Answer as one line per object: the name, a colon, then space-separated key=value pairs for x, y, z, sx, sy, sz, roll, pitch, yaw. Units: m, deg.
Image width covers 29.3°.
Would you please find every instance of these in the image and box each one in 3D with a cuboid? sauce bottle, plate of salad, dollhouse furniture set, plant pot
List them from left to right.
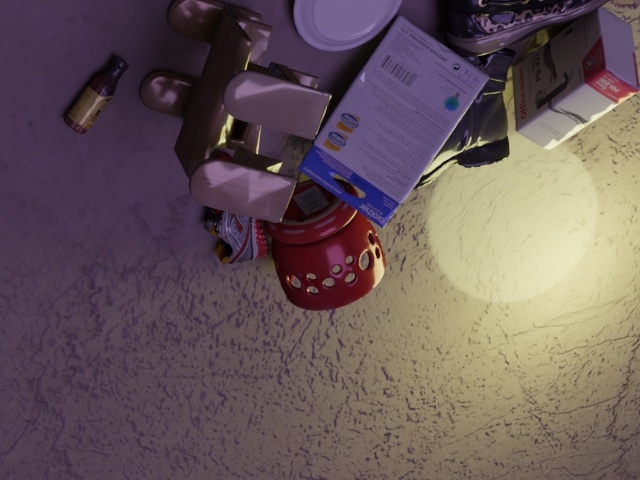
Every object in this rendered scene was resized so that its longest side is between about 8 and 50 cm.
sauce bottle: x=-0.337 y=-0.221 z=1.849 sx=0.042 sy=0.042 sz=0.128 roll=30 pitch=104 yaw=-41
dollhouse furniture set: x=-0.154 y=-0.288 z=1.703 sx=0.256 sy=0.362 sz=0.394 roll=13 pitch=112 yaw=-25
plant pot: x=0.000 y=0.000 z=2.118 sx=0.191 sy=0.191 sz=0.174 roll=-31 pitch=125 yaw=-11
plate of salad: x=0.044 y=-0.394 z=1.966 sx=0.199 sy=0.048 sz=0.200 roll=-18 pitch=138 yaw=-16

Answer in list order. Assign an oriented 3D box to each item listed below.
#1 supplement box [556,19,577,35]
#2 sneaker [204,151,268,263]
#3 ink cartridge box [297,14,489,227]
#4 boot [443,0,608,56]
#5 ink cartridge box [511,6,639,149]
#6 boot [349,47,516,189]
supplement box: x=0.471 y=-0.372 z=2.242 sx=0.043 sy=0.055 sz=0.083 roll=31 pitch=101 yaw=-40
sneaker: x=-0.151 y=-0.047 z=2.056 sx=0.092 sy=0.088 sz=0.225 roll=-21 pitch=128 yaw=-14
ink cartridge box: x=0.118 y=-0.198 z=2.051 sx=0.186 sy=0.065 sz=0.311 roll=34 pitch=89 yaw=-7
boot: x=0.354 y=-0.500 z=2.033 sx=0.377 sy=0.138 sz=0.284 roll=-26 pitch=131 yaw=-8
ink cartridge box: x=0.443 y=-0.284 z=2.150 sx=0.092 sy=0.159 sz=0.218 roll=23 pitch=141 yaw=-27
boot: x=0.188 y=-0.225 z=2.149 sx=0.338 sy=0.118 sz=0.223 roll=-20 pitch=122 yaw=-26
